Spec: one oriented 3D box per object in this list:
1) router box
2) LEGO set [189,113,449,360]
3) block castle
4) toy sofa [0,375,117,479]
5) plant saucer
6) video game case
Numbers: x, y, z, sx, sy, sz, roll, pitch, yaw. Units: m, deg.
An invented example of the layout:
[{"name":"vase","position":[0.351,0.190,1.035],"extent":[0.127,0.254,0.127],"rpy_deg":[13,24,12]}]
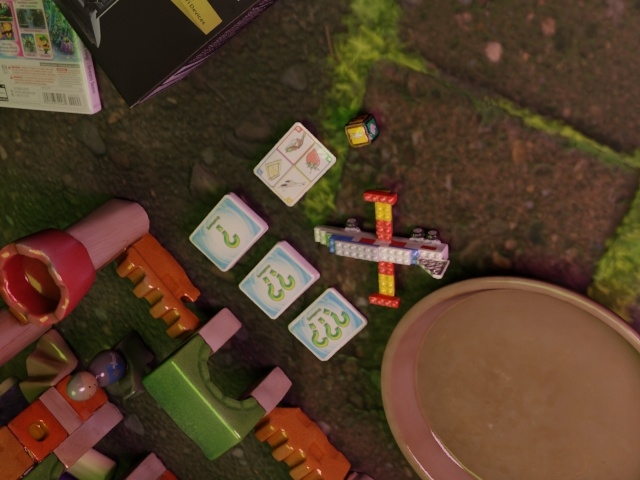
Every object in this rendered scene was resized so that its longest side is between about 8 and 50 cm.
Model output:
[{"name":"router box","position":[-0.155,-0.301,0.921],"extent":[0.243,0.081,0.309],"rpy_deg":[-30,98,38]},{"name":"LEGO set","position":[0.000,0.000,1.012],"extent":[0.182,0.060,0.244],"rpy_deg":[44,128,-3]},{"name":"block castle","position":[-0.192,0.215,1.138],"extent":[0.453,0.213,0.303],"rpy_deg":[50,128,-3]},{"name":"toy sofa","position":[-0.383,0.316,1.206],"extent":[0.150,0.362,0.177],"rpy_deg":[27,122,16]},{"name":"plant saucer","position":[0.185,0.148,0.994],"extent":[0.278,0.041,0.278],"rpy_deg":[13,121,23]},{"name":"video game case","position":[-0.290,-0.197,1.096],"extent":[0.157,0.019,0.143],"rpy_deg":[8,118,28]}]
